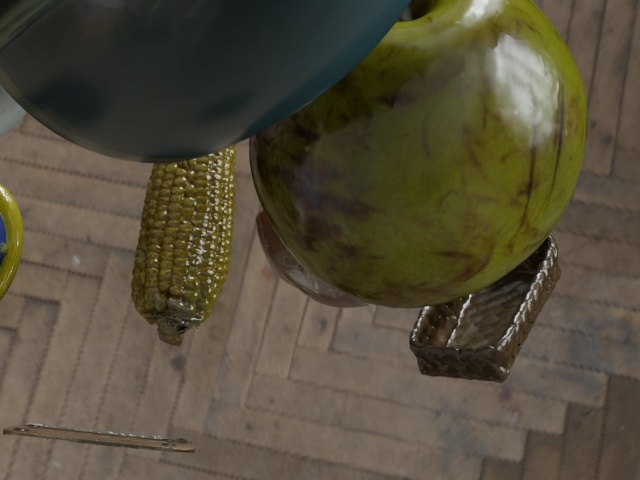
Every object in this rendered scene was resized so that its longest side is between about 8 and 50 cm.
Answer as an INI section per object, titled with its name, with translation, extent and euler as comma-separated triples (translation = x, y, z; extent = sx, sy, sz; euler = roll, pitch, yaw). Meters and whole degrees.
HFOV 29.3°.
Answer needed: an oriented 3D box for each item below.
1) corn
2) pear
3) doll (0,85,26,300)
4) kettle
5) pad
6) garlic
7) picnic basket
[corn]
translation = -0.136, -0.024, 1.242
extent = 0.097, 0.097, 0.262
euler = 5, 76, 2
[pear]
translation = 0.073, -0.090, 0.972
extent = 0.283, 0.283, 0.283
euler = 0, 71, 0
[doll]
translation = -0.381, -0.042, 1.216
extent = 0.159, 0.242, 0.311
euler = 25, 77, 21
[kettle]
translation = -0.082, -0.173, 0.664
extent = 0.319, 0.342, 0.247
euler = -21, 95, -24
[pad]
translation = -0.339, 0.310, 1.911
extent = 0.284, 0.286, 0.018
euler = 7, 83, -7
[garlic]
translation = 0.000, 0.000, 1.560
extent = 0.228, 0.217, 0.110
euler = 29, 48, 31
[picnic basket]
translation = 0.164, 0.064, 1.194
extent = 0.110, 0.055, 0.193
euler = 1, 38, 33
